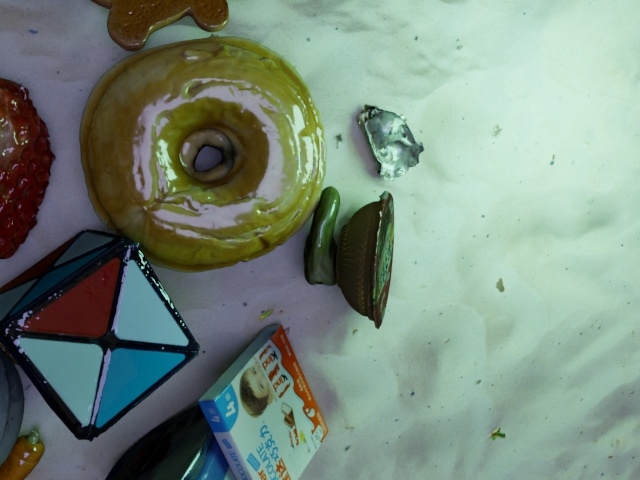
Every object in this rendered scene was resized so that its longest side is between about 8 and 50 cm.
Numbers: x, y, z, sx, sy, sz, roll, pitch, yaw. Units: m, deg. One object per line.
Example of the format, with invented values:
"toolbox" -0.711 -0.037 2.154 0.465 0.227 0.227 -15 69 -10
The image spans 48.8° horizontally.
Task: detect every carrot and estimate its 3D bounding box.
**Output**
"carrot" -0.600 0.466 1.315 0.061 0.061 0.256 37 82 -19

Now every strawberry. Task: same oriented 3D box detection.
"strawberry" -0.583 -0.117 1.178 0.265 0.149 0.336 -9 103 -17

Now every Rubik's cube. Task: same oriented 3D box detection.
"Rubik's cube" -0.394 0.149 1.201 0.250 0.246 0.248 -39 115 -24

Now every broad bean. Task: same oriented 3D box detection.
"broad bean" 0.003 0.000 1.376 0.072 0.153 0.206 -2 126 -2

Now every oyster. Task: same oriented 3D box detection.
"oyster" 0.144 -0.208 1.433 0.108 0.053 0.165 -24 114 8

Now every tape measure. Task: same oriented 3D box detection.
"tape measure" -0.273 0.450 1.314 0.262 0.259 0.138 -28 104 18

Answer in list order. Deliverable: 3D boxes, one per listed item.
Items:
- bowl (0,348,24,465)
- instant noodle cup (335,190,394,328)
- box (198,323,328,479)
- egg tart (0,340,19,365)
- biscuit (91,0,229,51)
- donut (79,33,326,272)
"bowl" -0.632 0.291 1.194 0.307 0.163 0.307 -5 73 17
"instant noodle cup" 0.084 0.036 1.381 0.091 0.274 0.273 5 100 11
"box" -0.099 0.345 1.373 0.048 0.265 0.273 -11 110 31
"egg tart" -0.548 0.165 1.291 0.130 0.052 0.130 -3 99 -16
"biscuit" -0.237 -0.444 1.239 0.324 0.049 0.205 -28 80 -13
"donut" -0.200 -0.154 1.263 0.449 0.198 0.448 -2 98 -16
